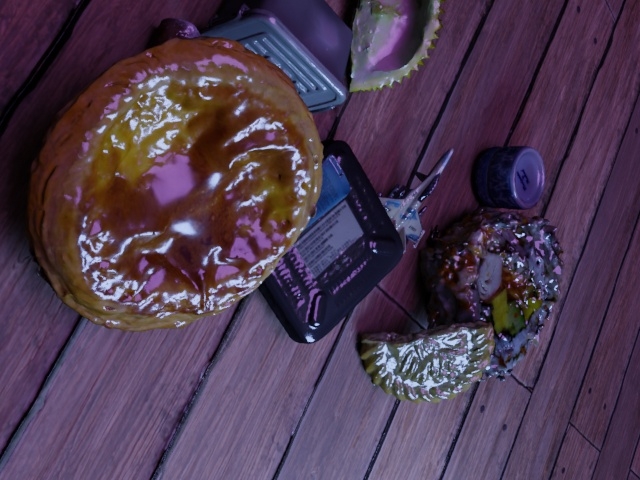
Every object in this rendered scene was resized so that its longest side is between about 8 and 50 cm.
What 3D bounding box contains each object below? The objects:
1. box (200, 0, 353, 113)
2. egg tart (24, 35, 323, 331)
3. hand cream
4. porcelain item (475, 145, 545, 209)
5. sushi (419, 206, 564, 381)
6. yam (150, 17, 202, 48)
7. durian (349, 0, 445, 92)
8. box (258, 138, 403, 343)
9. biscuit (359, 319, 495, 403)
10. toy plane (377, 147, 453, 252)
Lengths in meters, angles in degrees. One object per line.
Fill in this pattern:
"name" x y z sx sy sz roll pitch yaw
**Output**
"box" -0.059 -0.330 1.255 0.243 0.163 0.135 36 60 -39
"egg tart" -0.203 -0.076 1.075 0.443 0.178 0.443 -21 131 -27
"hand cream" -0.033 -0.056 1.281 0.224 0.048 0.083 -43 116 -32
"porcelain item" 0.437 -0.145 1.777 0.147 0.114 0.147 -4 96 -45
"sushi" 0.383 0.126 1.711 0.417 0.176 0.417 -7 100 -43
"yam" -0.227 -0.253 1.148 0.079 0.079 0.141 26 75 -43
"durian" 0.133 -0.454 1.430 0.169 0.158 0.351 -7 103 -32
"box" 0.000 0.000 1.371 0.290 0.073 0.289 -41 114 -26
"biscuit" 0.222 0.255 1.555 0.274 0.036 0.187 -9 115 0
"toy plane" 0.178 -0.081 1.543 0.192 0.088 0.262 33 86 -43
